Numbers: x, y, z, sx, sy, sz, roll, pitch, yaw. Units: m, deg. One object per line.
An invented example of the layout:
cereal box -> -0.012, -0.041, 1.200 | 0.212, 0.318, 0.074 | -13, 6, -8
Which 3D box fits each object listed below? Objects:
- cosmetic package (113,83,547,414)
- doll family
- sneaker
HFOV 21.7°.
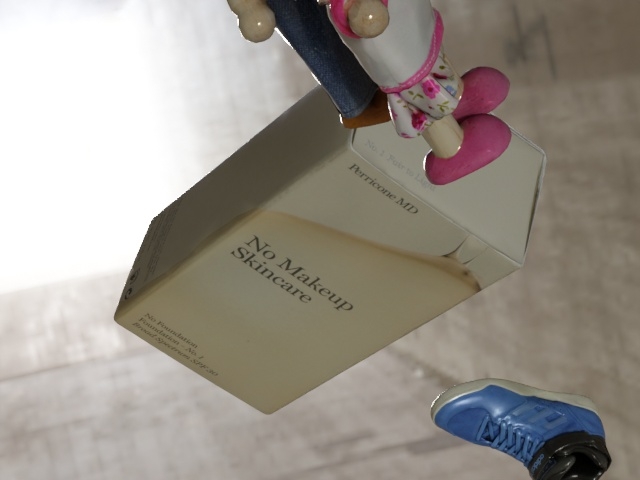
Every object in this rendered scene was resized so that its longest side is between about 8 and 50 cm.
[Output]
cosmetic package -> 0.000, 0.000, 1.224 | 0.309, 0.160, 0.113 | -35, -151, 46
doll family -> -0.012, -0.134, 0.631 | 0.118, 0.163, 0.263 | -21, -144, 23
sneaker -> 0.169, 0.166, 1.383 | 0.152, 0.058, 0.084 | 9, -142, -19
